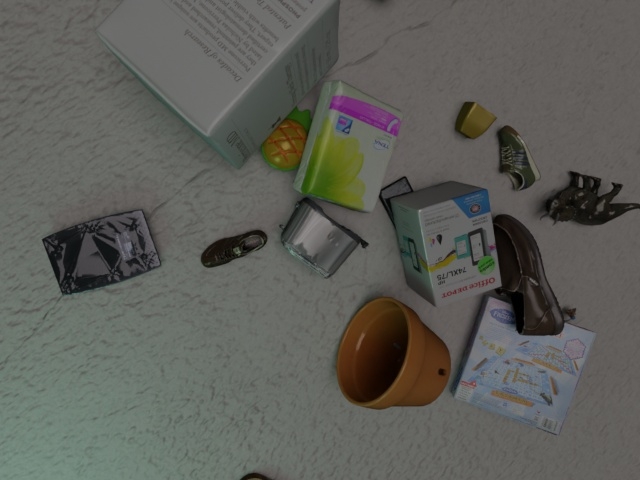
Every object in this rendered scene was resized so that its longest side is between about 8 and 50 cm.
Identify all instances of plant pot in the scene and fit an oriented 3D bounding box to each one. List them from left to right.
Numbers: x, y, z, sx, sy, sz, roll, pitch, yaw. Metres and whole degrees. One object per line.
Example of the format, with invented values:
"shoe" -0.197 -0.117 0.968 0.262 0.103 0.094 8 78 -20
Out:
"plant pot" 0.210 0.320 1.395 0.203 0.291 0.291 25 91 -27
"plant pot" 0.427 -0.332 1.455 0.081 0.081 0.083 30 102 -11

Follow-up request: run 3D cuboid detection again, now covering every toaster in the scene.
"toaster" 0.000 0.000 1.390 0.227 0.129 0.146 37 93 -13

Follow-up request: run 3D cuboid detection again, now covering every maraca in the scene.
"maraca" -0.083 -0.272 1.363 0.127 0.099 0.186 24 79 -12

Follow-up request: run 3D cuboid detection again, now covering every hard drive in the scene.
"hard drive" -0.555 0.029 1.332 0.254 0.054 0.172 -18 98 -8
"hard drive" 0.231 -0.101 1.470 0.094 0.022 0.135 -30 100 -6

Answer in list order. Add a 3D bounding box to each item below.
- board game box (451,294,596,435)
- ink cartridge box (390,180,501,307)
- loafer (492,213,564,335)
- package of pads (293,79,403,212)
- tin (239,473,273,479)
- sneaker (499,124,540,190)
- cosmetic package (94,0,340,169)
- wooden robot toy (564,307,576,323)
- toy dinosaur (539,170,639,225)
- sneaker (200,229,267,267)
"board game box" 0.587 0.360 1.514 0.318 0.066 0.318 19 92 5
"ink cartridge box" 0.334 0.003 1.393 0.198 0.197 0.270 -17 106 -9
"loafer" 0.547 0.099 1.443 0.130 0.134 0.366 -17 73 -5
"package of pads" 0.077 -0.236 1.359 0.229 0.101 0.297 15 94 -34
"tin" -0.156 0.737 1.480 0.189 0.040 0.106 31 94 -11
"sneaker" 0.554 -0.228 1.491 0.086 0.064 0.192 -37 103 -9
"cosmetic package" -0.202 -0.438 1.177 0.327 0.329 0.394 42 88 4
"wooden robot toy" 0.716 0.275 1.582 0.079 0.076 0.173 21 92 24
"toy dinosaur" 0.791 -0.110 1.535 0.313 0.121 0.160 11 106 -15
"sneaker" -0.231 0.020 1.378 0.188 0.071 0.066 -25 99 -7
